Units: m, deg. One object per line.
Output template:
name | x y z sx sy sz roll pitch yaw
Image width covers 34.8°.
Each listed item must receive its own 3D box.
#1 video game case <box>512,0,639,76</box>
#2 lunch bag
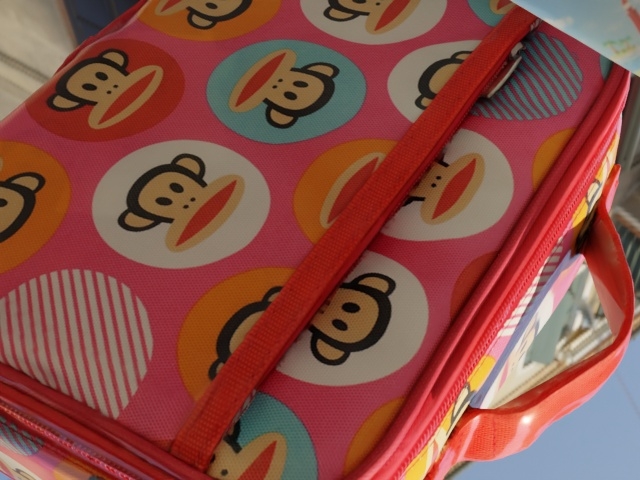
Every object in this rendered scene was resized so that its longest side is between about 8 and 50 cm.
video game case | 0.144 -0.119 0.275 0.193 0.212 0.023 35 -127 15
lunch bag | 0.000 0.000 0.429 0.258 0.120 0.293 24 -126 21
